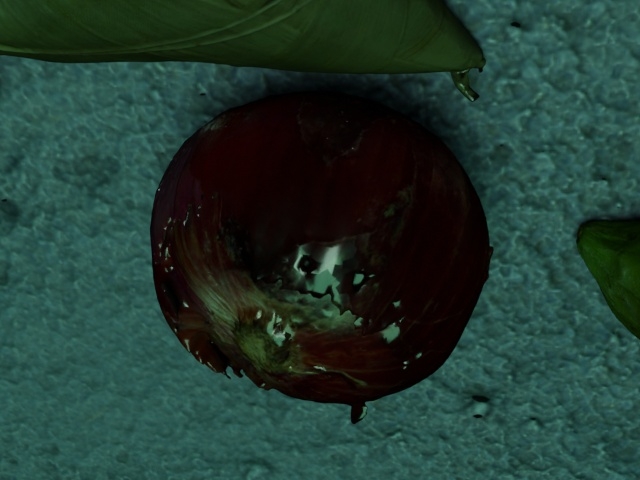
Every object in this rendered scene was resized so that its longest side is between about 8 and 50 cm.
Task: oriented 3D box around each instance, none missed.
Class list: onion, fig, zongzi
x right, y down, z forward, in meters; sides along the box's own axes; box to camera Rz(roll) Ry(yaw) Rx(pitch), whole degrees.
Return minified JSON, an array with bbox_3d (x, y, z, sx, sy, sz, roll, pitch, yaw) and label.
[{"bbox_3d":[0.000,0.000,0.879,0.276,0.276,0.276,4,128,5],"label":"onion"},{"bbox_3d":[0.297,0.029,0.951,0.156,0.123,0.123,35,136,31],"label":"fig"},{"bbox_3d":[-0.144,-0.188,0.837,0.447,0.181,0.418,-6,157,35],"label":"zongzi"}]
